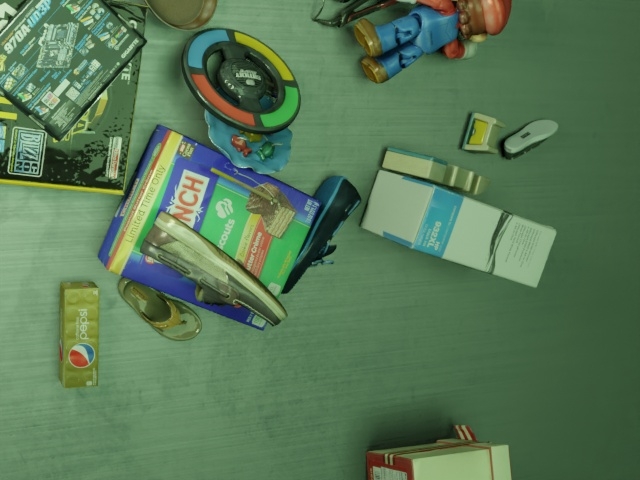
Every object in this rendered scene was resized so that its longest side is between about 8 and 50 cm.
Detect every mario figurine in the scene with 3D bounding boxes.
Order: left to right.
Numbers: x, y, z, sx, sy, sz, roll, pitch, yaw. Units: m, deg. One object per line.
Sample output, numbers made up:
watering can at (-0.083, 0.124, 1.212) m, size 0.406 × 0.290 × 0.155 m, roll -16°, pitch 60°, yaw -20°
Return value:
mario figurine at (0.217, -0.427, 1.768) m, size 0.320 × 0.198 × 0.170 m, roll -24°, pitch 81°, yaw -8°

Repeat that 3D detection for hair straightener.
hair straightener at (0.083, -0.474, 1.741) m, size 0.230 × 0.047 × 0.089 m, roll -26°, pitch 109°, yaw -14°

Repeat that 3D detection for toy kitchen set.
toy kitchen set at (0.253, -0.196, 1.848) m, size 0.207 × 0.122 × 0.166 m, roll 12°, pitch 95°, yaw -46°

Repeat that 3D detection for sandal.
sandal at (-0.293, 0.128, 1.674) m, size 0.180 × 0.049 × 0.072 m, roll 42°, pitch 81°, yaw -25°

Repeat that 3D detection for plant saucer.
plant saucer at (-0.250, -0.441, 1.568) m, size 0.168 × 0.029 × 0.168 m, roll 5°, pitch 83°, yaw -45°

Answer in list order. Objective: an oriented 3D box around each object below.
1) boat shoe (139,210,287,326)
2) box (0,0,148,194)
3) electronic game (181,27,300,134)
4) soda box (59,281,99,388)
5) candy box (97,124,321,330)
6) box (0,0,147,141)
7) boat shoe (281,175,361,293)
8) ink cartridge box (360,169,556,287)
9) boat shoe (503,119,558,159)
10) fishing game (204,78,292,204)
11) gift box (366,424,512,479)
boat shoe at (-0.181, 0.065, 1.554) m, size 0.285 × 0.103 × 0.092 m, roll 40°, pitch 89°, yaw -22°
box at (-0.435, -0.249, 1.507) m, size 0.257 × 0.079 × 0.322 m, roll 6°, pitch 103°, yaw -23°
electronic game at (-0.137, -0.282, 1.604) m, size 0.229 × 0.048 × 0.229 m, roll 19°, pitch 50°, yaw -24°
soda box at (-0.427, 0.166, 1.614) m, size 0.061 × 0.058 × 0.181 m, roll -1°, pitch 100°, yaw -24°
candy box at (-0.198, -0.021, 1.649) m, size 0.317 × 0.122 × 0.268 m, roll 24°, pitch 90°, yaw -25°
box at (-0.409, -0.294, 1.434) m, size 0.175 × 0.051 × 0.220 m, roll 41°, pitch 86°, yaw -27°
boat shoe at (0.000, 0.000, 1.755) m, size 0.089 × 0.109 × 0.258 m, roll 37°, pitch 86°, yaw -29°
ink cartridge box at (0.270, -0.023, 1.808) m, size 0.307 × 0.223 × 0.129 m, roll 17°, pitch 93°, yaw -27°
boat shoe at (0.448, -0.216, 1.957) m, size 0.142 × 0.049 × 0.040 m, roll -26°, pitch 143°, yaw -20°
fishing game at (-0.121, -0.205, 1.621) m, size 0.189 × 0.041 × 0.264 m, roll 30°, pitch 51°, yaw -26°
gift box at (0.253, 0.528, 1.900) m, size 0.258 × 0.276 × 0.255 m, roll -2°, pitch 87°, yaw -21°
